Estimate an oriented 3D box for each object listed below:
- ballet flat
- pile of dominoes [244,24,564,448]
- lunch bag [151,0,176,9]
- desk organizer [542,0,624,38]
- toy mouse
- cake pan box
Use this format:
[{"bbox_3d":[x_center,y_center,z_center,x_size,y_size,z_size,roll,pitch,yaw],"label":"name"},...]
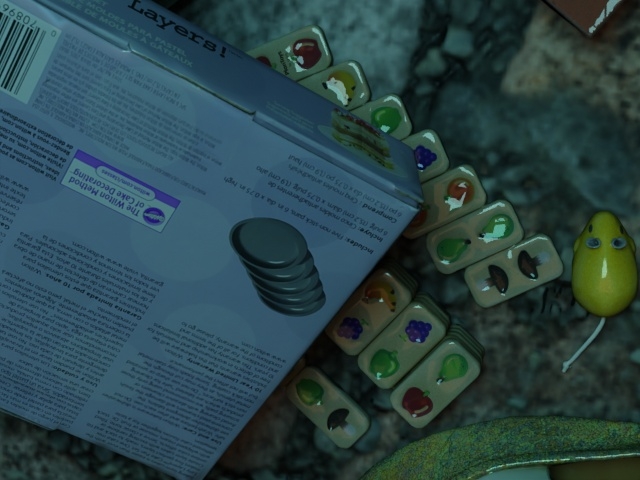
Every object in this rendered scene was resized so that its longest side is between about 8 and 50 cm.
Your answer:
[{"bbox_3d":[0.173,0.164,0.560,0.348,0.123,0.123,-7,98,15],"label":"ballet flat"},{"bbox_3d":[0.000,0.000,0.612,0.251,0.040,0.196,44,107,3],"label":"pile of dominoes"},{"bbox_3d":[-0.173,-0.226,0.548,0.287,0.169,0.235,-30,92,21],"label":"lunch bag"},{"bbox_3d":[0.172,-0.176,0.536,0.050,0.047,0.130,41,106,1],"label":"desk organizer"},{"bbox_3d":[0.219,0.011,0.565,0.143,0.031,0.161,5,101,13],"label":"toy mouse"},{"bbox_3d":[-0.122,-0.005,0.517,0.266,0.070,0.246,26,120,-15],"label":"cake pan box"}]
